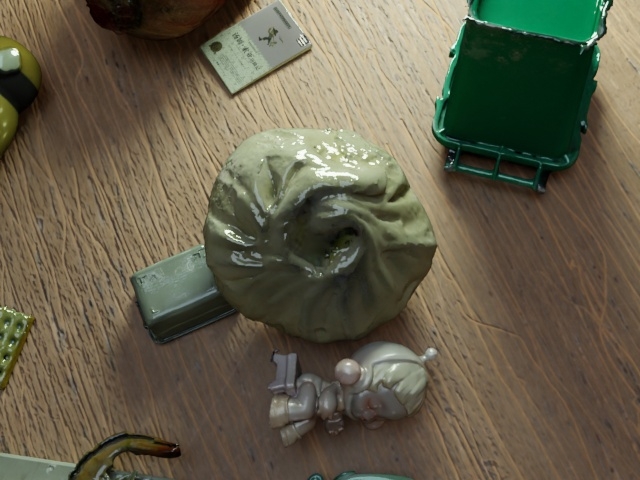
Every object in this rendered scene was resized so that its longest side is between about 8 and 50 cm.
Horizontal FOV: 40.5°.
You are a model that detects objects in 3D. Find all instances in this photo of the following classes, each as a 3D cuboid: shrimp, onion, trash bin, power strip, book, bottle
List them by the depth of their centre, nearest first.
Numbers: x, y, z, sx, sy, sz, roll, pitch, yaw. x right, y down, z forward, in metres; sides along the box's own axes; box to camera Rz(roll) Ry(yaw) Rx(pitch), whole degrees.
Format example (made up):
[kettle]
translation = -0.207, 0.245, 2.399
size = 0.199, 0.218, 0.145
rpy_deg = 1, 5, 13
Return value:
[shrimp]
translation = -0.267, 0.370, 1.314
size = 0.253, 0.058, 0.173
rpy_deg = -10, 60, 4
[trash bin]
translation = 0.314, -0.282, 1.359
size = 0.259, 0.381, 0.295
rpy_deg = 14, 73, 12
[power strip]
translation = -0.370, 0.407, 1.359
size = 0.367, 0.043, 0.106
rpy_deg = 6, 71, 8
[bottle]
translation = -0.634, -0.210, 1.542
size = 0.171, 0.171, 0.351
rpy_deg = 25, 75, 14
[onion]
translation = -0.285, -0.525, 1.552
size = 0.353, 0.353, 0.353
rpy_deg = -2, 70, 5
[book]
translation = -0.121, -0.364, 1.628
size = 0.181, 0.014, 0.127
rpy_deg = -32, 70, -5

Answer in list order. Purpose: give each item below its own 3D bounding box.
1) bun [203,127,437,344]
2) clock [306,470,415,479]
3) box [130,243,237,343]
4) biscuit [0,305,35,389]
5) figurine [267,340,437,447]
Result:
[bun]
translation = 0.000, 0.000, 1.316
size = 0.359, 0.211, 0.360
rpy_deg = 0, 104, -1
[clock]
translation = 0.060, 0.419, 1.301
size = 0.188, 0.060, 0.148
rpy_deg = 8, 72, 9
[box]
translation = -0.227, 0.082, 1.436
size = 0.172, 0.093, 0.124
rpy_deg = -25, 70, -3
[biscuit]
translation = -0.609, 0.147, 1.436
size = 0.231, 0.016, 0.139
rpy_deg = 24, 73, -17
[figurine]
translation = 0.055, 0.226, 1.313
size = 0.256, 0.182, 0.144
rpy_deg = -9, 26, 6
